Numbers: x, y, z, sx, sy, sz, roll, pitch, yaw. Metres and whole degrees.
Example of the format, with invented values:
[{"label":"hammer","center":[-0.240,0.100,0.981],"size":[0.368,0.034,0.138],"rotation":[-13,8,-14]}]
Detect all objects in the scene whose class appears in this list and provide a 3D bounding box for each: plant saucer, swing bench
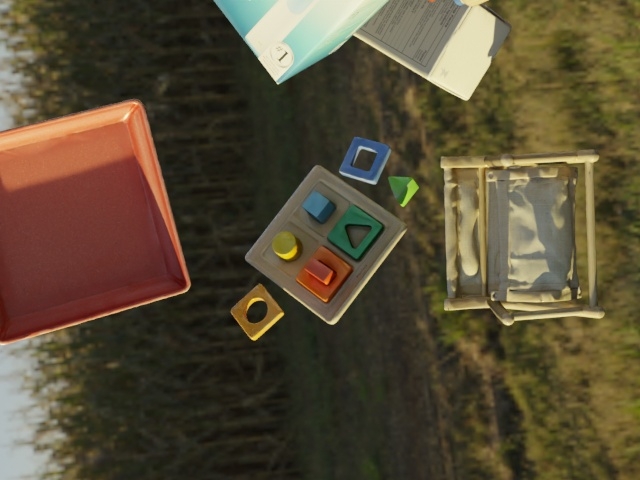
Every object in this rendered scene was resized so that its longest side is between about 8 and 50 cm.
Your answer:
[{"label":"plant saucer","center":[-0.322,-0.027,1.441],"size":[0.048,0.258,0.259],"rotation":[-161,56,-72]},{"label":"swing bench","center":[0.306,-0.010,1.760],"size":[0.254,0.165,0.253],"rotation":[-170,77,-74]}]

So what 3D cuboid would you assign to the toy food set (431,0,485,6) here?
[{"label":"toy food set","center":[0.237,-0.403,1.574],"size":[0.104,0.111,0.232],"rotation":[-17,38,44]}]

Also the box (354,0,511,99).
[{"label":"box","center":[0.140,-0.365,1.831],"size":[0.311,0.121,0.148],"rotation":[41,104,38]}]

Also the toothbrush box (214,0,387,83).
[{"label":"toothbrush box","center":[-0.001,-0.352,1.259],"size":[0.216,0.126,0.295],"rotation":[53,136,-1]}]

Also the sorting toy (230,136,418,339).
[{"label":"sorting toy","center":[0.000,0.000,1.631],"size":[0.196,0.348,0.047],"rotation":[35,176,31]}]
